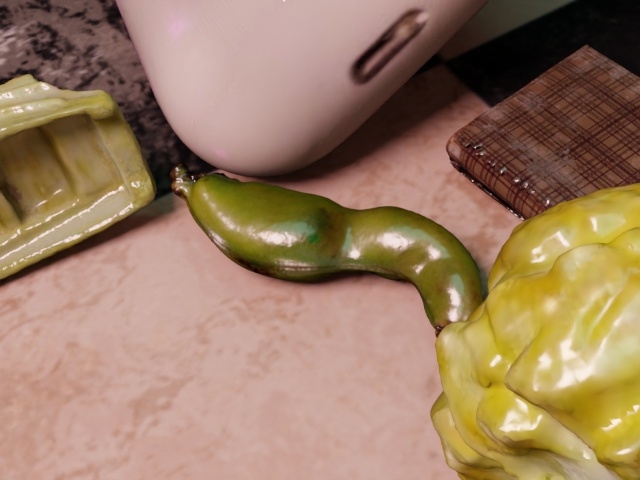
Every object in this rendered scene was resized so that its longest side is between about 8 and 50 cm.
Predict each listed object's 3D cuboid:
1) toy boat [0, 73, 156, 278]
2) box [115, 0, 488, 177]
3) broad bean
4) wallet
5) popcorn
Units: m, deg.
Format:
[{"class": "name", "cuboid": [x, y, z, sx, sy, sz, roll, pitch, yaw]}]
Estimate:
[{"class": "toy boat", "cuboid": [-0.243, -0.015, 0.674, 0.276, 0.111, 0.084, -26, 44, -7]}, {"class": "box", "cuboid": [-0.020, -0.225, 0.739, 0.288, 0.141, 0.349, -44, 45, 19]}, {"class": "broad bean", "cuboid": [0.000, 0.000, 0.649, 0.213, 0.048, 0.070, 21, 55, 24]}, {"class": "wallet", "cuboid": [0.187, -0.022, 0.632, 0.124, 0.042, 0.230, -34, 50, -13]}, {"class": "popcorn", "cuboid": [0.138, 0.082, 0.473, 0.198, 0.198, 0.212, 10, 74, 20]}]
